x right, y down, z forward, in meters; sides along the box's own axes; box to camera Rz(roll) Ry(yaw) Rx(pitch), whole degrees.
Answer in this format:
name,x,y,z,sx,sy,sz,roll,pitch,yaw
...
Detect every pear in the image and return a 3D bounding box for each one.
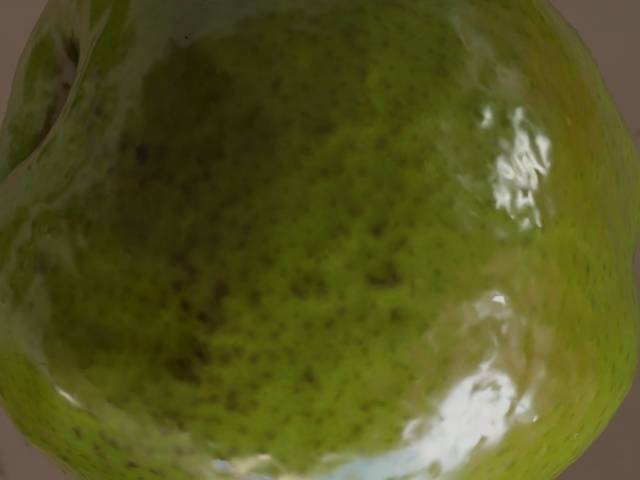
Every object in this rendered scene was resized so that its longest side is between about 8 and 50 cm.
name,x,y,z,sx,sy,sz,roll,pitch,yaw
pear,0.000,0.000,0.976,0.391,0.391,0.391,-41,172,-7
